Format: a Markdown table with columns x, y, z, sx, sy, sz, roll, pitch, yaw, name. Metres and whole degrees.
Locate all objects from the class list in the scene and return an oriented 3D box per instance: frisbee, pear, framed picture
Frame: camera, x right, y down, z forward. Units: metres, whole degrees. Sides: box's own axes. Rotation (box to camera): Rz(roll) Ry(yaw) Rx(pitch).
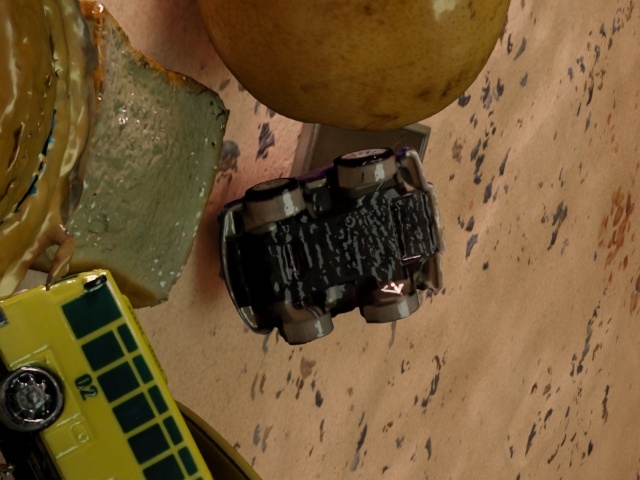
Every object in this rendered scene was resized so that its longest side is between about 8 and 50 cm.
| x | y | z | sx | sy | sz | roll | pitch | yaw | name |
| --- | --- | --- | --- | --- | --- | --- | --- | --- | --- |
| -0.093 | 0.236 | 1.693 | 0.017 | 0.236 | 0.236 | -41 | 144 | -18 | frisbee |
| 0.031 | -0.254 | 1.585 | 0.314 | 0.314 | 0.314 | -41 | 139 | -49 | pear |
| 0.036 | -0.039 | 2.038 | 0.324 | 0.020 | 0.240 | 4 | 101 | -65 | framed picture |

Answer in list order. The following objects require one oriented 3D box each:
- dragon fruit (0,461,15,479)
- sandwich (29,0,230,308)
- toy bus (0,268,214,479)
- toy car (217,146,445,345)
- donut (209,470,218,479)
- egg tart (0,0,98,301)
| x | y | z | sx | sy | sz | roll | pitch | yaw | name |
| --- | --- | --- | --- | --- | --- | --- | --- | --- | --- |
| -0.312 | 0.192 | 1.378 | 0.096 | 0.147 | 0.102 | -109 | -169 | -55 | dragon fruit |
| -0.180 | -0.066 | 1.508 | 0.251 | 0.087 | 0.226 | 29 | 79 | -64 | sandwich |
| -0.188 | 0.154 | 1.402 | 0.150 | 0.128 | 0.262 | -26 | 91 | -30 | toy bus |
| 0.000 | 0.000 | 1.814 | 0.235 | 0.158 | 0.172 | -15 | 101 | -16 | toy car |
| -0.178 | 0.343 | 1.614 | 0.317 | 0.150 | 0.299 | 73 | 30 | -60 | donut |
| -0.294 | -0.099 | 1.002 | 0.388 | 0.169 | 0.388 | -2 | 94 | -25 | egg tart |
